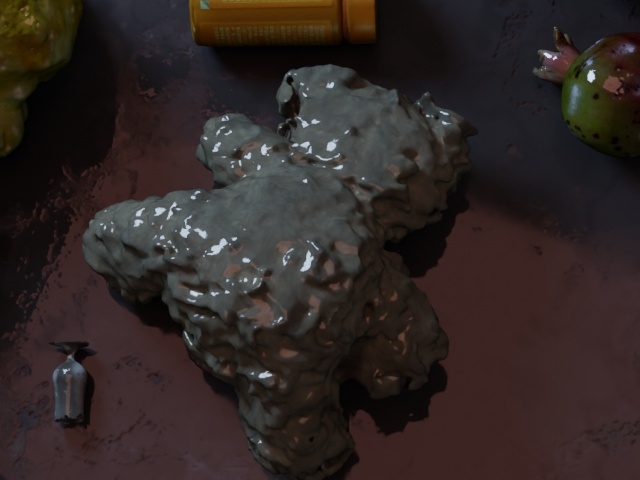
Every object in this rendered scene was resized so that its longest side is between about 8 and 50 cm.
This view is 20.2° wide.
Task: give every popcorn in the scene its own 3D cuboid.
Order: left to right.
[{"bbox_3d":[-0.366,-0.209,1.810,0.276,0.225,0.276,-14,70,43],"label":"popcorn"}]

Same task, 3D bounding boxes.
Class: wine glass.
[{"bbox_3d":[-0.254,0.142,1.805,0.042,0.039,0.083,0,79,1],"label":"wine glass"}]

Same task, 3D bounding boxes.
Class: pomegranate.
[{"bbox_3d":[0.297,-0.157,1.817,0.129,0.129,0.159,-23,40,-3],"label":"pomegranate"}]

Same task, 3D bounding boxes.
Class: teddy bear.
[{"bbox_3d":[0.000,0.000,1.768,0.367,0.224,0.357,-39,74,-22],"label":"teddy bear"}]

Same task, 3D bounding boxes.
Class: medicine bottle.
[{"bbox_3d":[-0.037,-0.250,1.865,0.192,0.096,0.096,-1,75,3],"label":"medicine bottle"}]
